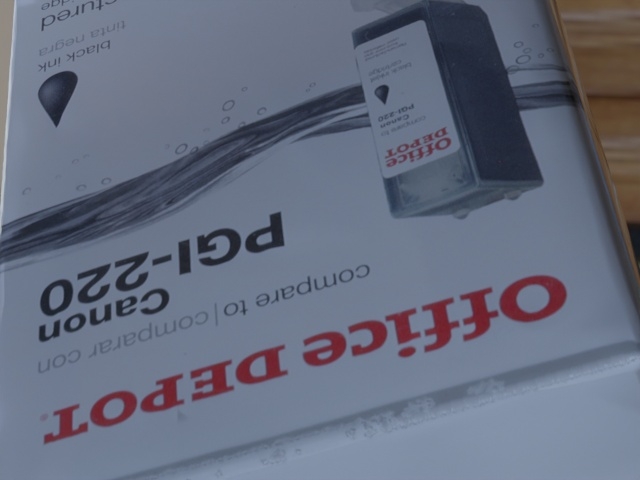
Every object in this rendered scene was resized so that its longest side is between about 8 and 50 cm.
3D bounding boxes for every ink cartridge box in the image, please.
[{"bbox_3d":[0.000,0.000,0.453,0.159,0.218,0.092,-17,135,9],"label":"ink cartridge box"}]
